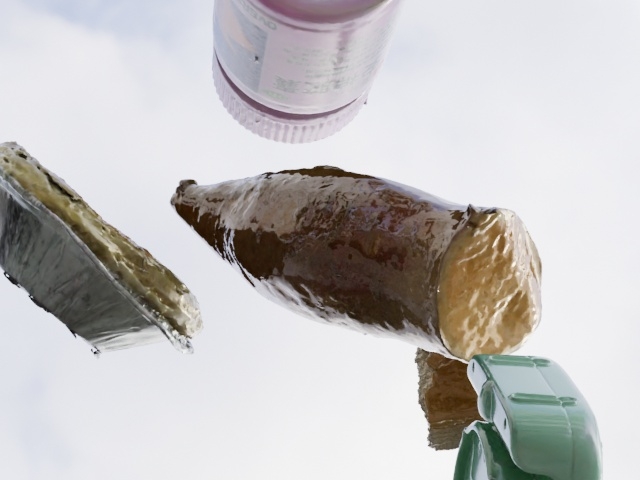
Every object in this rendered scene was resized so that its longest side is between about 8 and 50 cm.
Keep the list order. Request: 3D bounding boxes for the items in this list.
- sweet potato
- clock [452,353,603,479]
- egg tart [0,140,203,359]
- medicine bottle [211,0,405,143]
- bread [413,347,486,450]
[{"bbox_3d":[0.000,0.003,1.186,0.337,0.131,0.131,13,-50,34],"label":"sweet potato"},{"bbox_3d":[0.114,0.168,0.907,0.060,0.148,0.188,3,-79,-6],"label":"clock"},{"bbox_3d":[-0.194,0.018,1.250,0.094,0.234,0.234,-47,-71,-4],"label":"egg tart"},{"bbox_3d":[-0.014,-0.222,1.486,0.178,0.178,0.290,16,-21,-2],"label":"medicine bottle"},{"bbox_3d":[0.160,0.164,1.754,0.106,0.125,0.082,-16,-37,20],"label":"bread"}]
